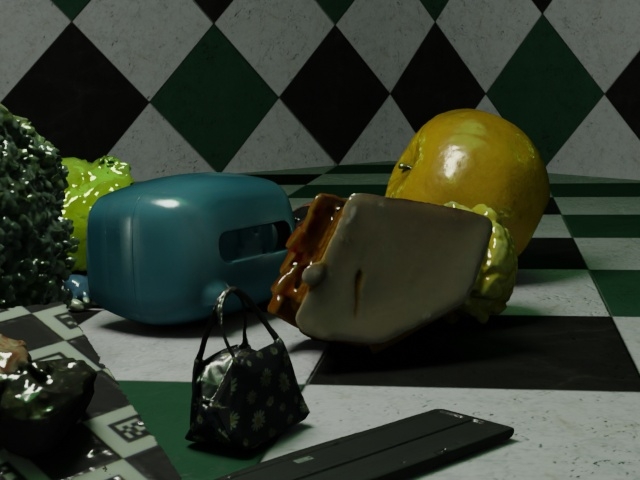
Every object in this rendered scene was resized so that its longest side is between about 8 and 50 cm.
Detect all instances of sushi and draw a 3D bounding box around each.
[{"bbox_3d":[-0.313,0.115,0.913,0.320,0.069,0.339,-5,27,-29],"label":"sushi"}]

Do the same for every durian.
[{"bbox_3d":[-0.491,-0.028,1.871,0.339,0.204,0.256,-15,-1,-24],"label":"durian"}]

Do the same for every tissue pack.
[{"bbox_3d":[-0.157,0.007,1.497,0.206,0.198,0.287,2,7,32],"label":"tissue pack"}]

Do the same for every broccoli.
[{"bbox_3d":[-0.439,-0.010,1.206,0.281,0.348,0.293,-8,-2,29],"label":"broccoli"}]

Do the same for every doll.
[{"bbox_3d":[-0.331,0.074,1.593,0.083,0.050,0.076,-3,13,-26],"label":"doll"}]

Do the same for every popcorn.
[{"bbox_3d":[0.173,0.030,1.456,0.173,0.173,0.142,4,0,33],"label":"popcorn"}]

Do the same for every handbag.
[{"bbox_3d":[-0.074,0.111,1.004,0.072,0.139,0.115,-5,6,34],"label":"handbag"}]

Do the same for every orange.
[{"bbox_3d":[0.230,-0.069,1.738,0.235,0.279,0.279,24,5,-10],"label":"orange"}]

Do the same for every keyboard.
[{"bbox_3d":[0.002,0.183,0.888,0.381,0.041,0.103,0,5,-42],"label":"keyboard"}]

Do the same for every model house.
[{"bbox_3d":[0.061,0.038,1.332,0.219,0.199,0.229,20,-6,-9],"label":"model house"}]

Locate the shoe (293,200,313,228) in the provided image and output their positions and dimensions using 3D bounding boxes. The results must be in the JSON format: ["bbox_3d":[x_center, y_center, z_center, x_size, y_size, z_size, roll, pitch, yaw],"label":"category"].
[{"bbox_3d":[0.000,0.000,1.877,0.137,0.114,0.291,-26,10,-24],"label":"shoe"}]
